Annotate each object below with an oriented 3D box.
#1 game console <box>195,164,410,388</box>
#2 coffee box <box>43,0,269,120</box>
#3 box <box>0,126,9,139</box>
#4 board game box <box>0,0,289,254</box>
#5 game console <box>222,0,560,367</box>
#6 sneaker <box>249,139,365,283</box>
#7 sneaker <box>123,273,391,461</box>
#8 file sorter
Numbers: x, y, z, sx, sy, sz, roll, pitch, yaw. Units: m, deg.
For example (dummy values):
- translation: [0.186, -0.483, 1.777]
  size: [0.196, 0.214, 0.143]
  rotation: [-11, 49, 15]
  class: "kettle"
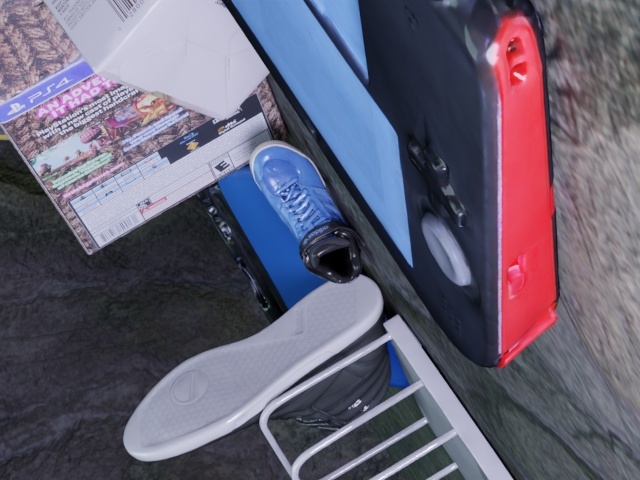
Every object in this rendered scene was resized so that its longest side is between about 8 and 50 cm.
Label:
- translation: [0.000, 0.000, 1.850]
  size: [0.293, 0.173, 0.250]
  rotation: [62, -154, -24]
  class: "game console"
- translation: [-0.137, -0.209, 1.156]
  size: [0.141, 0.098, 0.246]
  rotation: [18, -150, -55]
  class: "coffee box"
- translation: [-0.303, -0.220, 2.071]
  size: [0.257, 0.322, 0.079]
  rotation: [57, 135, 41]
  class: "box"
- translation: [-0.186, -0.155, 1.569]
  size: [0.141, 0.232, 0.291]
  rotation: [57, 174, 28]
  class: "board game box"
- translation: [-0.006, -0.140, 0.829]
  size: [0.386, 0.060, 0.342]
  rotation: [57, 175, 26]
  class: "game console"
- translation: [-0.009, -0.023, 1.576]
  size: [0.152, 0.058, 0.084]
  rotation: [57, -177, -29]
  class: "sneaker"
- translation: [-0.048, 0.164, 1.706]
  size: [0.104, 0.296, 0.147]
  rotation: [53, 171, 44]
  class: "sneaker"
- translation: [0.090, 0.257, 1.612]
  size: [0.278, 0.173, 0.193]
  rotation: [55, 174, 37]
  class: "file sorter"
